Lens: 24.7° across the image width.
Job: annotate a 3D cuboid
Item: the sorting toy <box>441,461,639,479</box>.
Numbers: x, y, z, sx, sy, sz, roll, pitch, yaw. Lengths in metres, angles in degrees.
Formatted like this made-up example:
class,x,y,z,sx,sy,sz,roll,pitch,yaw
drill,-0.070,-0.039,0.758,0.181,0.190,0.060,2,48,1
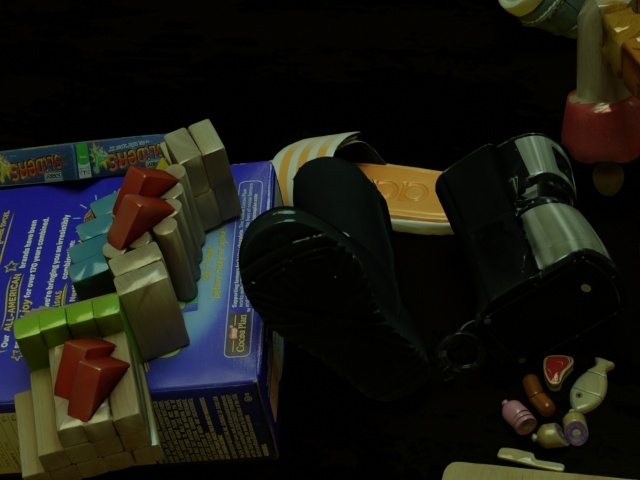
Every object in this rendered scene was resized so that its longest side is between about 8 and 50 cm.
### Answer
class,x,y,z,sx,sy,sz,roll,pitch,yaw
sorting toy,0.191,0.291,0.996,0.255,0.089,0.257,4,45,17

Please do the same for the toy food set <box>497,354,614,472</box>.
class,x,y,z,sx,sy,sz,roll,pitch,yaw
toy food set,0.191,0.134,1.213,0.077,0.019,0.122,10,47,23

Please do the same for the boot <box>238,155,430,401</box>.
class,x,y,z,sx,sy,sz,roll,pitch,yaw
boot,0.000,0.000,1.249,0.094,0.246,0.207,-31,42,15

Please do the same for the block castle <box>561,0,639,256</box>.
class,x,y,z,sx,sy,sz,roll,pitch,yaw
block castle,0.464,-0.105,1.276,0.453,0.213,0.303,-9,30,-6

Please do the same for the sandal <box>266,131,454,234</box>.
class,x,y,z,sx,sy,sz,roll,pitch,yaw
sandal,0.035,-0.065,1.420,0.265,0.076,0.102,3,44,16

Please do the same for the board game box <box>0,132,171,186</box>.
class,x,y,z,sx,sy,sz,roll,pitch,yaw
board game box,-0.255,-0.077,1.437,0.201,0.035,0.136,-2,7,41

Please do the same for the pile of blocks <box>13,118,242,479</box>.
class,x,y,z,sx,sy,sz,roll,pitch,yaw
pile of blocks,-0.169,0.020,1.174,0.148,0.113,0.362,3,48,14

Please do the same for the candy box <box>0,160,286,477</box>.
class,x,y,z,sx,sy,sz,roll,pitch,yaw
candy box,-0.193,0.070,1.297,0.317,0.122,0.268,-4,45,7

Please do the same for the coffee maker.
class,x,y,z,sx,sy,sz,roll,pitch,yaw
coffee maker,0.161,0.008,1.282,0.171,0.120,0.178,-14,42,-1

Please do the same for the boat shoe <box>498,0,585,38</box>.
class,x,y,z,sx,sy,sz,roll,pitch,yaw
boat shoe,0.255,-0.329,1.662,0.099,0.116,0.319,30,32,-18
